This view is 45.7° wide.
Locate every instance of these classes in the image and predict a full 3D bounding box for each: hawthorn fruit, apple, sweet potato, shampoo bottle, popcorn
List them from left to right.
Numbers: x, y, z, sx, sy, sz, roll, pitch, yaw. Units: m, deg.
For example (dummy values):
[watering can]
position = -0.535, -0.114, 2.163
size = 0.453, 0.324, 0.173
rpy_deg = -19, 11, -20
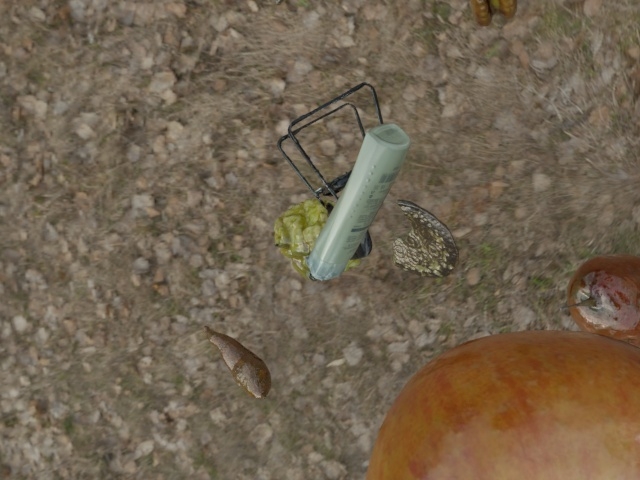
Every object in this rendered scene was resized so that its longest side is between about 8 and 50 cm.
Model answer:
[sweet potato]
position = -0.150, 0.231, 1.441
size = 0.226, 0.068, 0.068
rpy_deg = 41, 110, 38
[popcorn]
position = -0.002, -0.001, 1.746
size = 0.218, 0.189, 0.169
rpy_deg = 5, 52, 38
[shampoo bottle]
position = 0.042, -0.041, 0.905
size = 0.049, 0.072, 0.212
rpy_deg = 40, 127, 17
[apple]
position = 0.177, 0.204, 0.590
size = 0.299, 0.275, 0.299
rpy_deg = 0, 106, 0
[hawthorn fruit]
position = 0.431, 0.084, 1.096
size = 0.149, 0.189, 0.149
rpy_deg = -5, 77, 21

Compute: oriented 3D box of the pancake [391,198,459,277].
[pancake]
position = 0.177, 0.003, 1.423
size = 0.184, 0.020, 0.190
rpy_deg = 44, 146, -12

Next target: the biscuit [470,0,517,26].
[biscuit]
position = 0.236, -0.425, 1.111
size = 0.066, 0.220, 0.221
rpy_deg = -14, 88, 15

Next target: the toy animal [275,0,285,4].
[toy animal]
position = -0.128, -0.674, 1.815
size = 0.086, 0.220, 0.069
rpy_deg = 18, 58, 32

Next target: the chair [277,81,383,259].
[chair]
position = 0.052, -0.097, 1.142
size = 0.145, 0.140, 0.221
rpy_deg = -29, 92, -9
